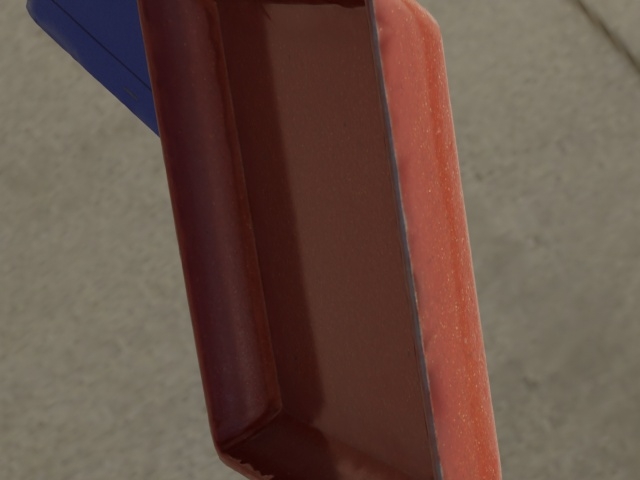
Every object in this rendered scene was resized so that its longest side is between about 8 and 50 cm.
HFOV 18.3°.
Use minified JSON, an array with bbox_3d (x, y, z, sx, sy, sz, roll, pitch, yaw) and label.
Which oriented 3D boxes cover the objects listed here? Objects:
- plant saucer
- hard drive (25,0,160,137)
[{"bbox_3d":[0.000,0.000,0.888,0.047,0.258,0.259,-15,103,-23],"label":"plant saucer"},{"bbox_3d":[-0.071,-0.191,1.100,0.040,0.319,0.210,-32,64,-35],"label":"hard drive"}]
